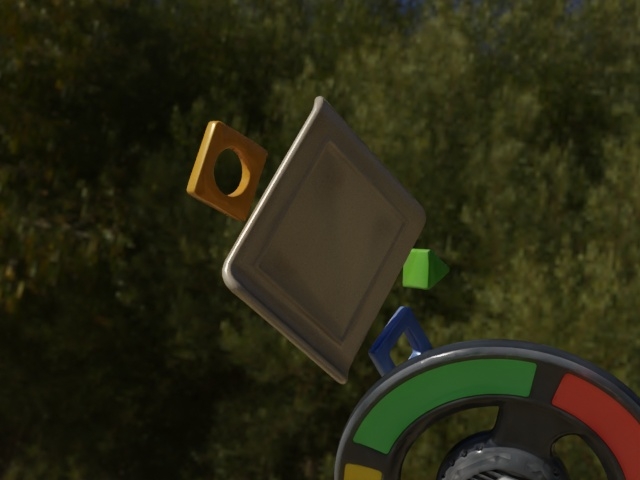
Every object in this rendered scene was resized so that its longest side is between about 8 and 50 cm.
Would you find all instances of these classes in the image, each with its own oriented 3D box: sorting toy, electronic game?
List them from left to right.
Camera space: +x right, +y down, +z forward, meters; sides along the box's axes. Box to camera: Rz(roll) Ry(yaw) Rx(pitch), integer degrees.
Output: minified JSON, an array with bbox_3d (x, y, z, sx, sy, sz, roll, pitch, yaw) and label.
[{"bbox_3d":[0.000,0.000,1.096,0.047,0.196,0.347,5,-30,43],"label":"sorting toy"},{"bbox_3d":[0.122,0.169,0.831,0.229,0.229,0.048,5,25,11],"label":"electronic game"}]
